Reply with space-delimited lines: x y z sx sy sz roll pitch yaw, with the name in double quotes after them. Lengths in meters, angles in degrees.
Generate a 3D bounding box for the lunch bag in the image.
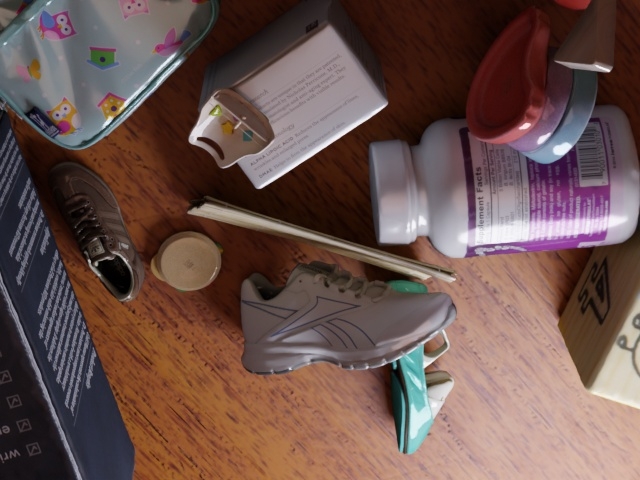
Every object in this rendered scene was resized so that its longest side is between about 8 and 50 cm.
-0.270 -0.252 1.757 0.279 0.108 0.224 -41 109 13 "lunch bag"

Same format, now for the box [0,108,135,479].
-0.509 0.166 1.723 0.480 0.297 0.471 -16 109 3 "box"

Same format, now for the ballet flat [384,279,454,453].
0.125 0.162 1.972 0.087 0.083 0.247 -11 113 -3 "ballet flat"

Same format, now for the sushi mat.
0.000 0.000 1.862 0.317 0.151 0.019 17 85 -10 "sushi mat"

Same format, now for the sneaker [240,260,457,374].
0.021 0.088 1.877 0.297 0.111 0.129 -8 101 26 "sneaker"

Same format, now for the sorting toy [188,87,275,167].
-0.102 -0.117 1.669 0.083 0.045 0.075 40 114 -13 "sorting toy"

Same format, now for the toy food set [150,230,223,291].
-0.163 0.026 1.929 0.083 0.020 0.083 29 108 -15 "toy food set"

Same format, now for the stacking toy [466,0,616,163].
0.290 -0.241 1.672 0.130 0.279 0.309 18 73 -22 "stacking toy"

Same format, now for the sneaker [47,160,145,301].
-0.268 -0.010 1.880 0.066 0.071 0.188 -28 112 8 "sneaker"

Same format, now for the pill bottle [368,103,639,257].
0.212 -0.067 1.832 0.302 0.169 0.169 -5 113 -1 "pill bottle"

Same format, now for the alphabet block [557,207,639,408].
0.427 0.087 1.899 0.192 0.193 0.197 18 111 -9 "alphabet block"

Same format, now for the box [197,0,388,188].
-0.031 -0.177 1.763 0.182 0.181 0.119 -33 108 12 "box"
